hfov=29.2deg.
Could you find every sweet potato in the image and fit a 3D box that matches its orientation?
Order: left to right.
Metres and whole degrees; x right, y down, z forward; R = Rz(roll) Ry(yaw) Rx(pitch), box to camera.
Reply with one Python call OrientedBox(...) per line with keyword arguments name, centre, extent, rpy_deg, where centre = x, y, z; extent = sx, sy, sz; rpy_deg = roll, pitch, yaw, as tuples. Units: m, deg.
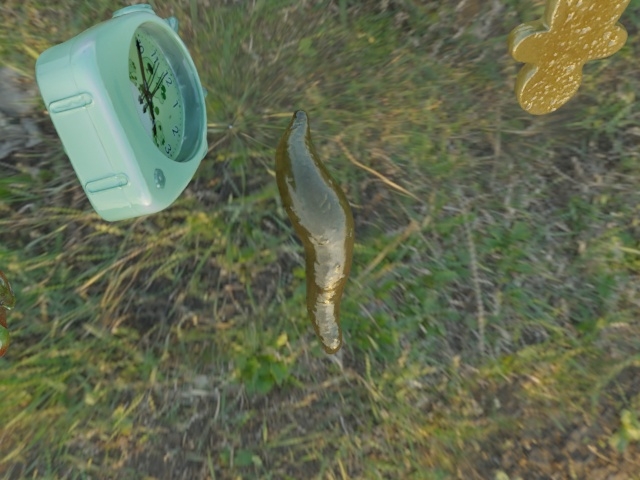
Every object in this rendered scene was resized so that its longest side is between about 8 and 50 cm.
OrientedBox(name="sweet potato", centre=(0.002, 0.002, 1.162), extent=(0.059, 0.069, 0.249), rpy_deg=(-29, 117, -38))

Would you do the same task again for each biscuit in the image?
OrientedBox(name="biscuit", centre=(0.281, -0.240, 1.372), extent=(0.158, 0.035, 0.240), rpy_deg=(-4, 138, -26))

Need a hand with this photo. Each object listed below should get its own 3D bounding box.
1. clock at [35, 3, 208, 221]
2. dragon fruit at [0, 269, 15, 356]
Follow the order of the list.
OrientedBox(name="clock", centre=(-0.156, -0.122, 1.070), extent=(0.066, 0.211, 0.159), rpy_deg=(-11, 112, 22))
OrientedBox(name="dragon fruit", centre=(-0.585, 0.084, 1.798), extent=(0.295, 0.130, 0.268), rpy_deg=(46, 59, 10))
